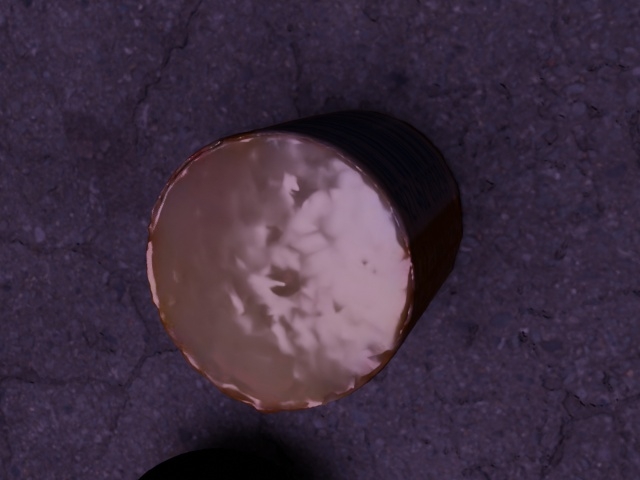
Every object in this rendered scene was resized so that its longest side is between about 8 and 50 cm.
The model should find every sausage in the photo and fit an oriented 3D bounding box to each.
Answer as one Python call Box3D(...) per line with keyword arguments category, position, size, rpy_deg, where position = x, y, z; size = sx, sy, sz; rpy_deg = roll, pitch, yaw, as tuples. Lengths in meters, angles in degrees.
Box3D(category="sausage", position=(0.000, 0.000, 0.938), size=(0.233, 0.287, 0.233), rpy_deg=(3, 103, 14))

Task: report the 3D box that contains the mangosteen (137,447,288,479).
Box3D(category="mangosteen", position=(-0.111, 0.349, 1.082), size=(0.233, 0.287, 0.287), rpy_deg=(-28, 93, -9))
